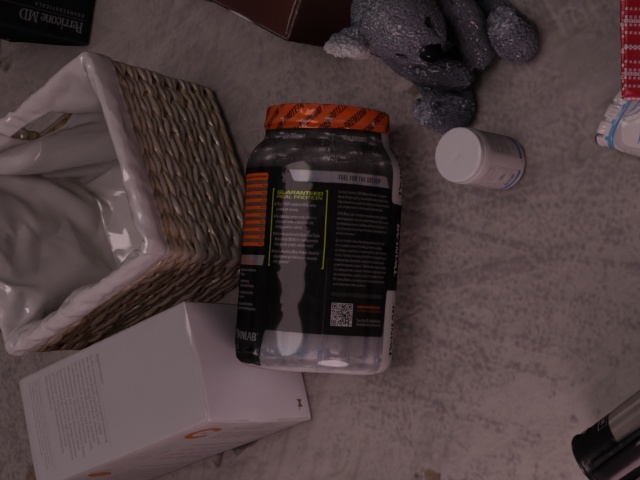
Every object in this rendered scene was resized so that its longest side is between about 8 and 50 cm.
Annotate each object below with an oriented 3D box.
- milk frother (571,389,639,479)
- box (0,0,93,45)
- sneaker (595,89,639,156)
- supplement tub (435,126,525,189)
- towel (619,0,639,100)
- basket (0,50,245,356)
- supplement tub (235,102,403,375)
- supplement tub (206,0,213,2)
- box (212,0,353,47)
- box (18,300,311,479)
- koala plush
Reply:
[{"bbox_3d":[0.380,0.250,1.631,0.143,0.129,0.135,40,119,-13],"label":"milk frother"},{"bbox_3d":[-0.514,-0.529,2.277,0.212,0.293,0.396,10,93,39],"label":"box"},{"bbox_3d":[0.397,-0.181,1.673,0.083,0.071,0.191,30,108,23],"label":"sneaker"},{"bbox_3d":[0.199,-0.101,1.788,0.071,0.107,0.071,-4,83,38],"label":"supplement tub"},{"bbox_3d":[0.435,-0.290,1.617,0.198,0.031,0.275,1,86,8],"label":"towel"},{"bbox_3d":[-0.301,-0.043,2.080,0.328,0.266,0.331,-33,67,31],"label":"basket"},{"bbox_3d":[0.000,0.000,1.874,0.207,0.207,0.338,3,88,39],"label":"supplement tub"},{"bbox_3d":[-0.164,-0.461,2.086,0.144,0.144,0.200,38,109,34],"label":"supplement tub"},{"bbox_3d":[-0.002,-0.469,1.945,0.191,0.143,0.381,34,109,38],"label":"box"},{"bbox_3d":[-0.221,0.221,2.024,0.345,0.215,0.168,-25,71,34],"label":"box"},{"bbox_3d":[0.114,-0.268,1.798,0.196,0.221,0.203,-48,59,25],"label":"koala plush"}]
